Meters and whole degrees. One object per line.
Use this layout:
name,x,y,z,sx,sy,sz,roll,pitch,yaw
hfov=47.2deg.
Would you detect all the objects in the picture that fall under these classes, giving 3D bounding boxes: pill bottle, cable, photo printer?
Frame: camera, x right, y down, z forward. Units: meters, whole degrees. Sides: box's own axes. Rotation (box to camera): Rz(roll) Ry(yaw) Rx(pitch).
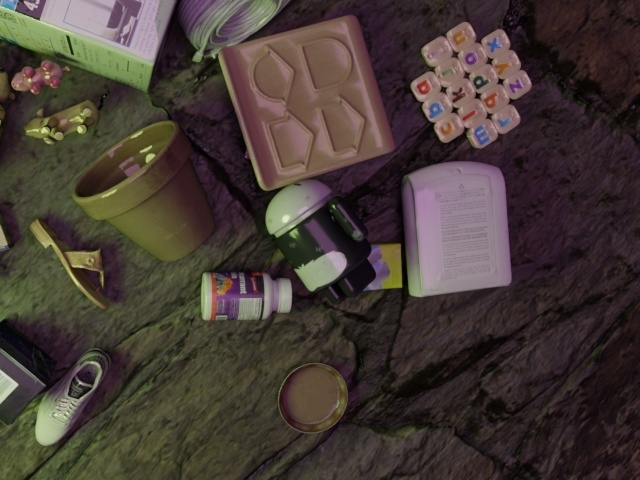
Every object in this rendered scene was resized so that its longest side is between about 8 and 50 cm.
pill bottle,-0.165,0.123,1.633,0.193,0.108,0.108,0,94,-14
cable,-0.170,-0.492,1.510,0.257,0.257,0.089,-32,89,-14
photo printer,0.320,-0.033,1.739,0.256,0.107,0.307,-7,95,-13

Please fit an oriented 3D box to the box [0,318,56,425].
box,-0.636,0.261,1.478,0.153,0.207,0.108,44,83,-14

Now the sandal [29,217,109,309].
sandal,-0.506,0.034,1.554,0.079,0.088,0.240,-40,97,-2

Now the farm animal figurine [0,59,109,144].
farm animal figurine,-0.642,-0.253,1.468,0.330,0.172,0.327,33,99,-22

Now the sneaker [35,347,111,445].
sneaker,-0.538,0.339,1.567,0.090,0.095,0.235,32,88,-16

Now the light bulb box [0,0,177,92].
light bulb box,-0.460,-0.466,1.387,0.361,0.358,0.225,19,88,-16

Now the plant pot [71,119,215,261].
plant pot,-0.338,-0.085,1.521,0.263,0.263,0.229,-39,119,-8

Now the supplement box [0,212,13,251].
supplement box,-0.696,-0.011,1.519,0.083,0.056,0.083,-19,98,-12

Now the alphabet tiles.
alphabet tiles,0.365,-0.373,1.768,0.278,0.021,0.284,-34,101,-9

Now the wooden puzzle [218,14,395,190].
wooden puzzle,-0.029,-0.308,1.645,0.348,0.080,0.322,-19,97,-18

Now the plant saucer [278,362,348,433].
plant saucer,-0.019,0.369,1.729,0.168,0.029,0.168,-1,95,-14

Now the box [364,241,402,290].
box,0.102,0.063,1.728,0.178,0.042,0.109,-4,95,-14

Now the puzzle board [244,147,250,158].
puzzle board,-0.100,-0.219,1.672,0.128,0.011,0.096,14,91,-14

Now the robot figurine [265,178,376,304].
robot figurine,0.002,-0.002,1.601,0.209,0.173,0.278,-34,94,11
